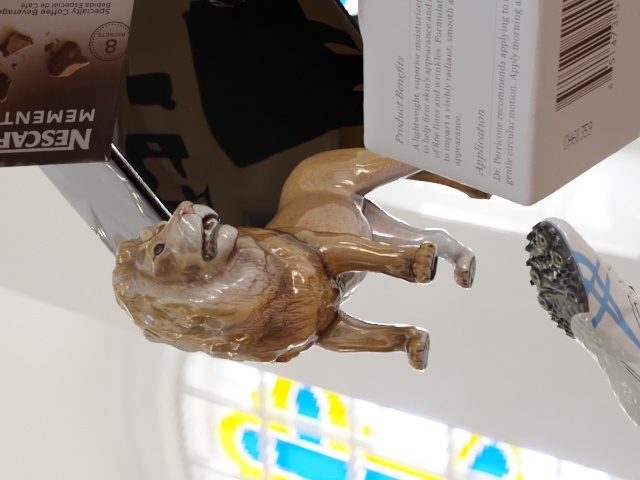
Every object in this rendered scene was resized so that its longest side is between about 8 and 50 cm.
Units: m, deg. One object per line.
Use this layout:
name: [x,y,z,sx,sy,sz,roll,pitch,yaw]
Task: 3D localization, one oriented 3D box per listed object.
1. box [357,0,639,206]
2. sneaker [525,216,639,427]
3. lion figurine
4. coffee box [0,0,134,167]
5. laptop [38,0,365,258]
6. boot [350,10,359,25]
box: [0.121,-0.143,0.877,0.182,0.119,0.181,-31,-48,-40]
sneaker: [0.267,0.067,1.449,0.086,0.085,0.237,-42,-72,-19]
lion figurine: [0.000,0.000,1.352,0.392,0.240,0.142,-41,-44,-65]
coffee box: [-0.300,-0.148,1.181,0.297,0.119,0.168,-4,-52,-25]
laptop: [-0.170,-0.178,1.639,0.236,0.408,0.382,-45,-70,-19]
boot: [0.020,-0.176,1.632,0.082,0.219,0.106,-23,-77,-35]
